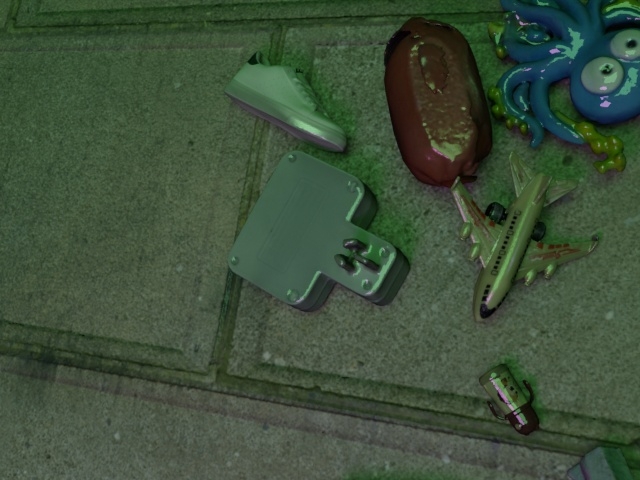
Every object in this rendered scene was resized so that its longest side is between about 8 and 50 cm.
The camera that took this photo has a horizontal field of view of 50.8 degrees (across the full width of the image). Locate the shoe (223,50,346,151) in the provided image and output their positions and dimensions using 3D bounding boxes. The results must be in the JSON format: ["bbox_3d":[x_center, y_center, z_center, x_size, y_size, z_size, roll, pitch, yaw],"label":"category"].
[{"bbox_3d":[-0.048,-0.247,1.159,0.265,0.095,0.110,29,87,26],"label":"shoe"}]

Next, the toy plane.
[{"bbox_3d":[0.275,0.003,0.974,0.229,0.092,0.244,24,95,-4],"label":"toy plane"}]

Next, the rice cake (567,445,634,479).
[{"bbox_3d":[0.371,0.382,0.807,0.081,0.051,0.290,-48,26,32],"label":"rice cake"}]

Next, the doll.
[{"bbox_3d":[0.400,-0.299,1.010,0.346,0.099,0.341,-45,67,0],"label":"doll"}]

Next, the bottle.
[{"bbox_3d":[0.271,0.225,0.950,0.063,0.047,0.101,-39,69,17],"label":"bottle"}]

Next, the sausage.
[{"bbox_3d":[0.178,-0.212,1.038,0.152,0.152,0.279,-15,71,15],"label":"sausage"}]

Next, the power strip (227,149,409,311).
[{"bbox_3d":[0.000,0.000,1.058,0.261,0.141,0.229,29,88,26],"label":"power strip"}]
